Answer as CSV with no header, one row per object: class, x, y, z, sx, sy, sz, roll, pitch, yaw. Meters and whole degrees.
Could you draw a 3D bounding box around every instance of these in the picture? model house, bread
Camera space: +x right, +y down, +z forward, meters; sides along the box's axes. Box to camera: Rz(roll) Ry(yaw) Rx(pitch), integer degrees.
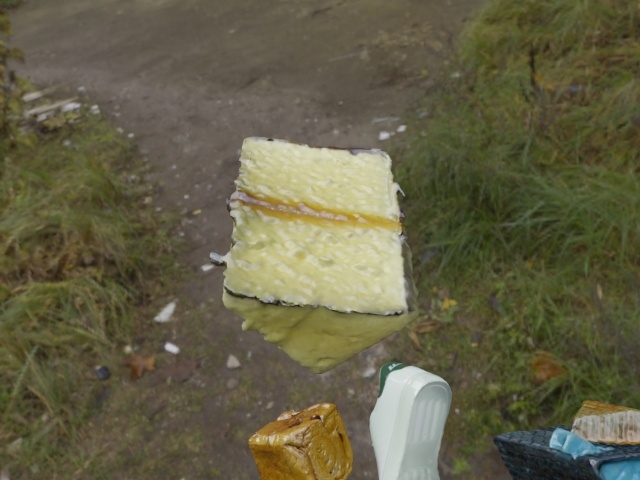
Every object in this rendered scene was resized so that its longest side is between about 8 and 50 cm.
model house,0.400,0.322,1.085,0.226,0.241,0.261,-63,16,-17
bread,-0.034,0.423,1.437,0.143,0.158,0.149,-16,13,40
bread,0.000,0.000,0.718,0.178,0.142,0.266,-4,43,4

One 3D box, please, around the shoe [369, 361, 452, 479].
shoe,0.150,0.409,1.399,0.132,0.363,0.160,-1,14,-29
